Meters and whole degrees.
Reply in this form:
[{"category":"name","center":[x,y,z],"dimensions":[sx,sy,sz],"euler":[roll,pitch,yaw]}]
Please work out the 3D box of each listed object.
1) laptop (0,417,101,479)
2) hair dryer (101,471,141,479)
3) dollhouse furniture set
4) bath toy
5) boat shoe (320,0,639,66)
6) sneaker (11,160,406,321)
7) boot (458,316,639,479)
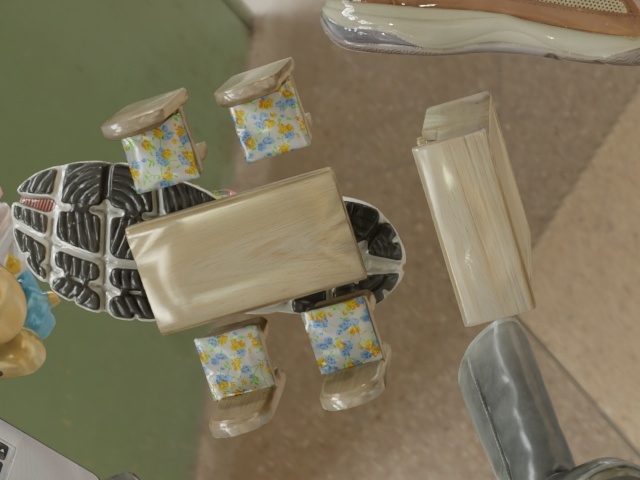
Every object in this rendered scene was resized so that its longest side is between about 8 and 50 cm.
[{"category":"laptop","center":[-0.341,0.205,1.394],"dimensions":[0.236,0.408,0.382],"euler":[-42,23,34]},{"category":"hair dryer","center":[-0.175,0.124,0.450],"dimensions":[0.293,0.080,0.223],"euler":[-16,5,-7]},{"category":"dollhouse furniture set","center":[0.000,0.000,0.975],"dimensions":[0.242,0.212,0.161],"euler":[-16,13,10]},{"category":"bath toy","center":[-0.318,-0.020,1.284],"dimensions":[0.129,0.348,0.151],"euler":[-30,50,-12]},{"category":"boat shoe","center":[0.163,-0.180,1.076],"dimensions":[0.324,0.123,0.116],"euler":[3,99,1]},{"category":"sneaker","center":[-0.080,0.008,1.139],"dimensions":[0.279,0.118,0.107],"euler":[9,90,-4]},{"category":"boot","center":[0.172,0.147,1.224],"dimensions":[0.189,0.076,0.208],"euler":[120,153,-46]}]
